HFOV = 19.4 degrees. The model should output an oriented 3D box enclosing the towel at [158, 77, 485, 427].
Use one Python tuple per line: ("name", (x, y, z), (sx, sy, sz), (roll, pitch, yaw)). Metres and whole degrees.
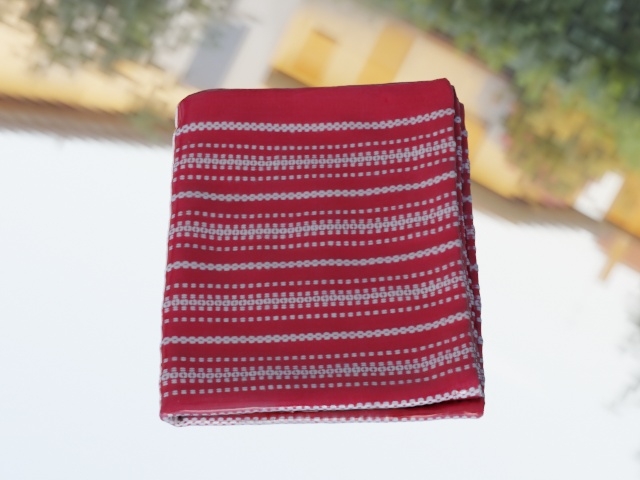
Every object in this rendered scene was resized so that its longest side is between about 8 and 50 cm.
("towel", (0.000, 0.000, 1.180), (0.199, 0.031, 0.275), (-2, -133, 1))
